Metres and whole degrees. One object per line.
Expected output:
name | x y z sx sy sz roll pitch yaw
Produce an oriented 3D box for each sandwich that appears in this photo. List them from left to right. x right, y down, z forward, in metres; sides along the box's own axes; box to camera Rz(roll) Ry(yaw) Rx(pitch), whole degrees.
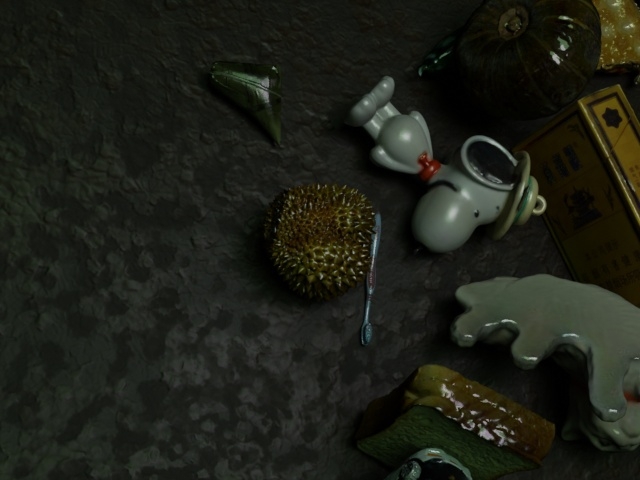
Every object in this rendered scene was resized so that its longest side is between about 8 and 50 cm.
sandwich | 0.157 0.243 1.264 0.186 0.215 0.065 28 57 -5

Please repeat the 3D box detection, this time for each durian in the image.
durian | 0.000 0.000 1.331 0.168 0.137 0.158 6 52 -26

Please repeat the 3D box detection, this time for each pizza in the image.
pizza | 0.418 -0.312 1.594 0.251 0.074 0.288 30 75 -10

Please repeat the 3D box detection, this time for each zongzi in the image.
zongzi | -0.104 -0.187 1.398 0.103 0.052 0.113 1 87 -10

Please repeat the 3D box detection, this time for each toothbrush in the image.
toothbrush | 0.070 0.049 1.400 0.013 0.019 0.193 12 69 -15

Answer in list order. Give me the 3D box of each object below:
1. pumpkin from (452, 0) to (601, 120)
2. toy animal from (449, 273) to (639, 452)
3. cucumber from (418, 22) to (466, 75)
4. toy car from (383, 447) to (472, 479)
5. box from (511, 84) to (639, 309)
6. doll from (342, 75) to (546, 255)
pumpkin | 0.294 -0.267 1.429 0.162 0.219 0.219 27 65 -38
toy animal | 0.324 0.172 1.395 0.307 0.188 0.266 -8 56 -9
cucumber | 0.229 -0.304 1.539 0.250 0.056 0.056 -39 89 -25
toy car | 0.096 0.330 1.253 0.095 0.205 0.056 37 26 -18
box | 0.407 -0.042 1.445 0.084 0.193 0.302 -21 82 -24
doll | 0.174 -0.116 1.416 0.208 0.144 0.272 -27 89 -14
